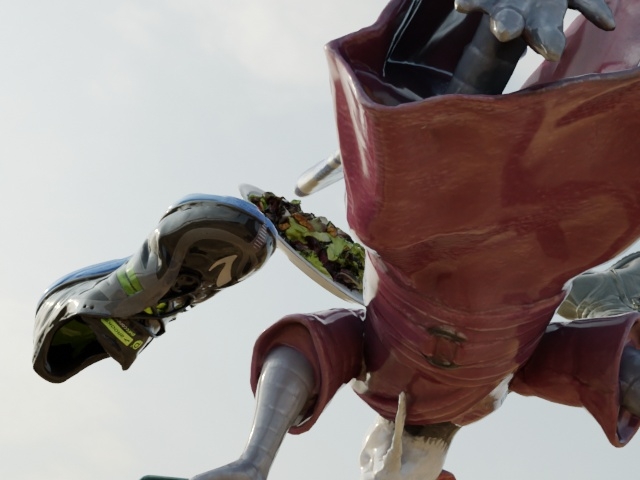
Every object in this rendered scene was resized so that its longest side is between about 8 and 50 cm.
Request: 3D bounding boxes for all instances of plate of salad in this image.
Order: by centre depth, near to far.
[{"bbox_3d":[0.000,0.000,1.103,0.048,0.200,0.200,-49,-46,10],"label":"plate of salad"}]

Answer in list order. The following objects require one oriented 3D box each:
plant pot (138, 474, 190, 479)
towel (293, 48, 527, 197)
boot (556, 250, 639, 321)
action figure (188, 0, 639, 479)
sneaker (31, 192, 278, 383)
[{"bbox_3d":[-0.113,0.377,1.054,0.165,0.165,0.234,1,-67,17],"label":"plant pot"},{"bbox_3d":[0.092,-0.136,1.233,0.209,0.034,0.285,-29,-3,-24],"label":"towel"},{"bbox_3d":[0.407,0.082,1.356,0.246,0.083,0.161,-7,22,-26],"label":"boot"},{"bbox_3d":[0.060,0.006,0.546,0.248,0.276,0.370,5,-44,-10],"label":"action figure"},{"bbox_3d":[-0.100,0.035,0.646,0.188,0.078,0.067,-28,-54,26],"label":"sneaker"}]
